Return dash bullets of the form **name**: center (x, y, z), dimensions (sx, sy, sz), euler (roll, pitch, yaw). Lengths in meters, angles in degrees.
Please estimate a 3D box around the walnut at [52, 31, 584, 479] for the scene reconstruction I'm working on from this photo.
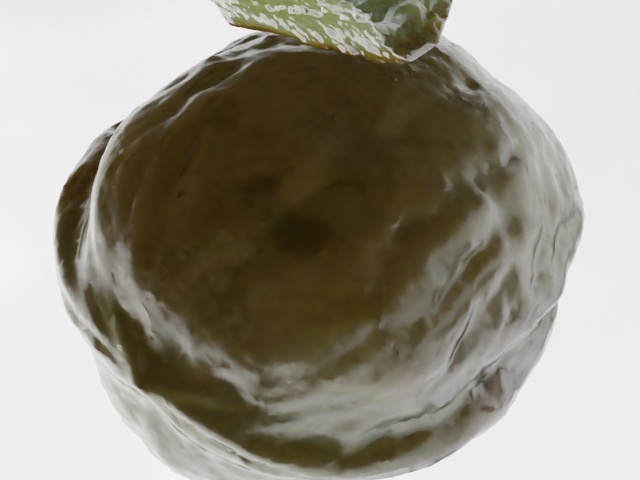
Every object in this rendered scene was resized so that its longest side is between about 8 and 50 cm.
- **walnut**: center (0.000, 0.000, 0.714), dimensions (0.282, 0.227, 0.283), euler (11, -133, -12)

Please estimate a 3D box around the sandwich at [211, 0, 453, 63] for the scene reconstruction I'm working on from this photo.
- **sandwich**: center (0.027, -0.124, 0.407), dimensions (0.244, 0.090, 0.088), euler (-36, -147, 34)
